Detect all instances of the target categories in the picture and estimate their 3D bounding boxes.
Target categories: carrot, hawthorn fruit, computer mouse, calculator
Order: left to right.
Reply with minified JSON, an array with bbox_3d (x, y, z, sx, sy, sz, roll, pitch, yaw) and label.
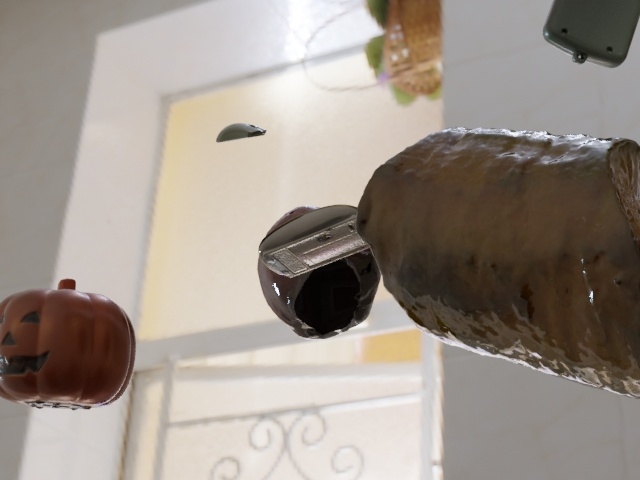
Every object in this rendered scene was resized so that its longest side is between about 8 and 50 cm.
[{"bbox_3d":[-0.147,-0.204,2.234,0.056,0.110,0.032,-16,-81,-55],"label":"computer mouse"},{"bbox_3d":[-0.014,0.046,2.038,0.250,0.215,0.215,48,-173,35],"label":"hawthorn fruit"},{"bbox_3d":[0.000,-0.002,1.814,0.102,0.199,0.045,41,-141,-39],"label":"computer mouse"},{"bbox_3d":[0.230,0.012,1.183,0.241,0.340,0.241,-23,-62,-50],"label":"carrot"},{"bbox_3d":[0.440,-0.376,1.908,0.045,0.141,0.246,108,-176,-64],"label":"calculator"}]

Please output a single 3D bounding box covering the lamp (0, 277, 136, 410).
[{"bbox_3d":[-0.322,0.128,1.494,0.187,0.187,0.164,24,-113,-59],"label":"lamp"}]
